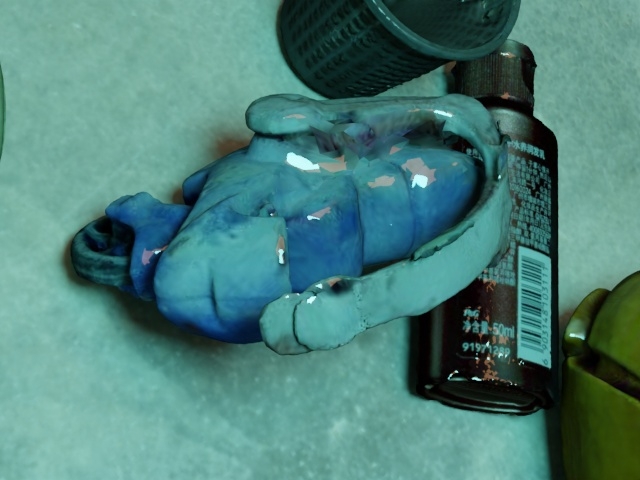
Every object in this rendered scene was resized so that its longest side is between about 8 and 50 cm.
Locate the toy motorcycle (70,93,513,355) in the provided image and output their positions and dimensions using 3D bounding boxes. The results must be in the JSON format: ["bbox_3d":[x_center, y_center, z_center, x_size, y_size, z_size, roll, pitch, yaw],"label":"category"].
[{"bbox_3d":[-0.005,-0.023,0.931,0.319,0.241,0.182,-21,92,-28],"label":"toy motorcycle"}]

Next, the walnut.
[{"bbox_3d":[0.298,0.181,1.042,0.209,0.209,0.336,1,80,-28],"label":"walnut"}]

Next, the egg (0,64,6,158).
[{"bbox_3d":[-0.308,-0.077,0.800,0.219,0.219,0.269,17,75,-22],"label":"egg"}]

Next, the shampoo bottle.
[{"bbox_3d":[0.146,-0.018,1.104,0.129,0.084,0.323,11,65,-17],"label":"shampoo bottle"}]

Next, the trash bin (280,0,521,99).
[{"bbox_3d":[0.053,-0.201,1.074,0.175,0.161,0.175,11,67,-29],"label":"trash bin"}]
